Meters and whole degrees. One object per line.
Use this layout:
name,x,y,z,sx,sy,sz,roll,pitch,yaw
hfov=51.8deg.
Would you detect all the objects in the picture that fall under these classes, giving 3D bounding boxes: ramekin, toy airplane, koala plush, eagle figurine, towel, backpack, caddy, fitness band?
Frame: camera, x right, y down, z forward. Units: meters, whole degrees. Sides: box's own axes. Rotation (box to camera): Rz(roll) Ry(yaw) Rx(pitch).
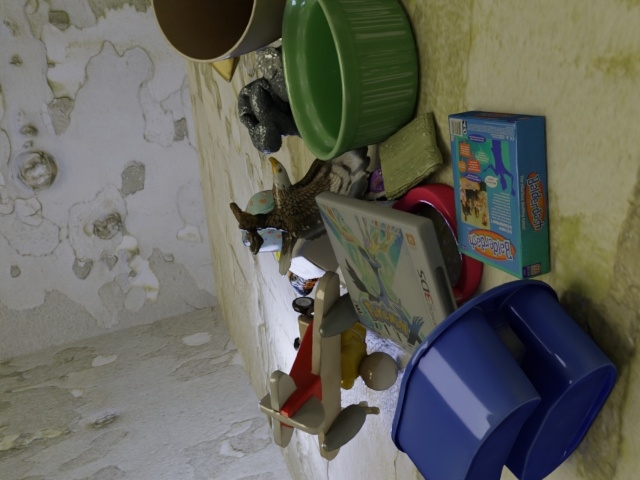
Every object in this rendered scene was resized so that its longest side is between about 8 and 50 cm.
ramekin,0.048,-0.304,1.171,0.303,0.148,0.303,167,90,-72
toy airplane,0.033,0.287,1.451,0.386,0.272,0.384,63,-146,-70
koala plush,-0.079,-0.341,1.449,0.203,0.196,0.221,54,144,26
eagle figurine,-0.034,-0.092,1.359,0.226,0.298,0.225,61,174,27
towel,0.149,-0.140,1.113,0.148,0.027,0.110,-36,56,53
backpack,-0.138,-0.055,1.905,0.188,0.166,0.144,113,147,-43
caddy,0.221,0.200,0.864,0.179,0.241,0.341,53,151,39
fitness band,0.187,0.018,1.148,0.291,0.054,0.209,134,124,-68

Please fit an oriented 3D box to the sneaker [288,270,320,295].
sneaker,-0.035,0.092,1.836,0.083,0.084,0.215,57,154,35

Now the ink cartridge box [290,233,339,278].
ink cartridge box,0.000,0.000,1.513,0.092,0.158,0.218,34,166,-13

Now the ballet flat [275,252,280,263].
ballet flat,-0.125,-0.031,2.061,0.077,0.077,0.231,-38,68,48

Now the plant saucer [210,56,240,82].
plant saucer,-0.220,-0.585,1.616,0.333,0.081,0.333,-97,19,-65

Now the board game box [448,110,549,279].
board game box,0.243,-0.068,0.909,0.160,0.047,0.210,-147,47,-65

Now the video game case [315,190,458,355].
video game case,0.123,0.072,1.158,0.329,0.036,0.300,23,138,60

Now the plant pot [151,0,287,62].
plant pot,-0.147,-0.487,1.316,0.256,0.274,0.256,9,108,31

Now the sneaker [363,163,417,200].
sneaker,0.122,-0.109,1.233,0.170,0.068,0.071,-172,82,-68

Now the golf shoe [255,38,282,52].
golf shoe,-0.113,-0.474,1.618,0.306,0.115,0.140,-155,51,-70
